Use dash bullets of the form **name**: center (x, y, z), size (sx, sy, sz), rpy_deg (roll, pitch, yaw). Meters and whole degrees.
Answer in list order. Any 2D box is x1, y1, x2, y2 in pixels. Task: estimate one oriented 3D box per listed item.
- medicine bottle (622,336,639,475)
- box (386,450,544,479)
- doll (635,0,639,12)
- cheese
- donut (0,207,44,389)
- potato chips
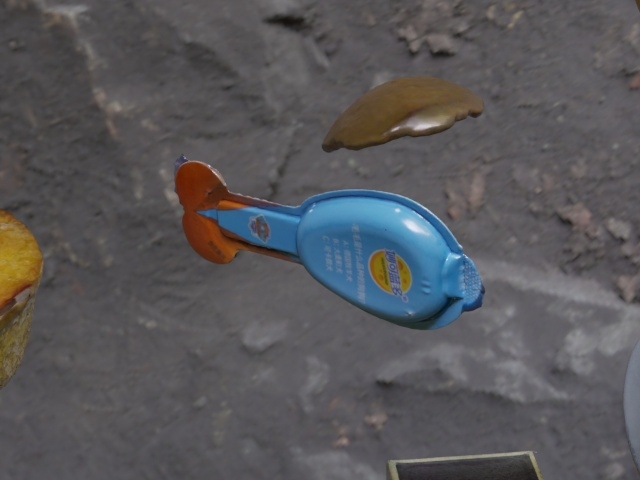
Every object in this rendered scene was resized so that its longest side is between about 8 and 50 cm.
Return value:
- **medicine bottle**: center (0.390, 0.119, 1.119), size (0.238, 0.238, 0.232), rpy_deg (53, 145, 4)
- **box**: center (0.076, 0.140, 0.734), size (0.079, 0.083, 0.035), rpy_deg (-4, 114, -5)
- **doll**: center (0.400, -0.289, 1.134), size (0.161, 0.348, 0.423), rpy_deg (128, 146, -66)
- **cheese**: center (0.000, 0.000, 1.018), size (0.256, 0.037, 0.106), rpy_deg (16, 126, 31)
- **donut**: center (-0.274, 0.038, 1.039), size (0.259, 0.152, 0.101), rpy_deg (36, 133, 49)
- **potato chips**: center (0.069, -0.118, 1.331), size (0.150, 0.202, 0.049), rpy_deg (-21, 104, 2)
